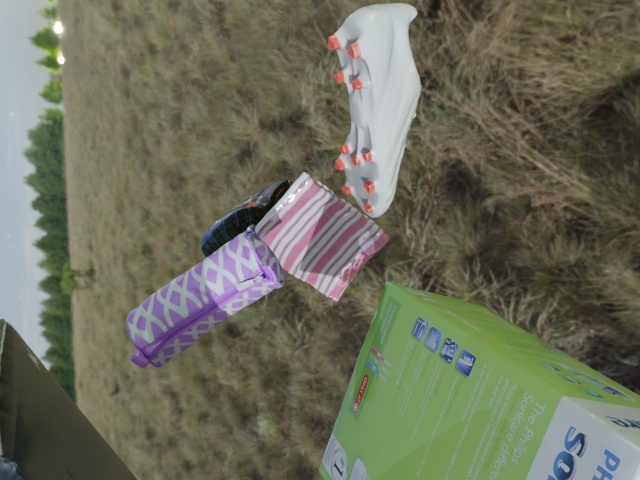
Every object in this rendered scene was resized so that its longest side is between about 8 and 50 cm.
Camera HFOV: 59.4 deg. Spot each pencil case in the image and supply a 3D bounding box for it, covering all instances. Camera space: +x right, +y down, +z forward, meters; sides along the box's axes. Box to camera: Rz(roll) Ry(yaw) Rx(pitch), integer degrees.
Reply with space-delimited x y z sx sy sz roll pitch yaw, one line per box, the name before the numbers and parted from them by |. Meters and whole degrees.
pencil case | -0.137 0.072 0.683 0.086 0.206 0.088 49 -169 -33

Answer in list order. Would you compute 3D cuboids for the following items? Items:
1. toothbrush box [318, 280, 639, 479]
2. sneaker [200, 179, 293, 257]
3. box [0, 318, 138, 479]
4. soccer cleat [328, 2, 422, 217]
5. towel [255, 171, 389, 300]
toothbrush box | 0.129 0.180 0.439 0.283 0.122 0.207 33 107 65
sneaker | -0.117 -0.024 0.902 0.087 0.221 0.083 -12 107 36
box | -0.304 0.409 0.411 0.297 0.471 0.480 15 137 59
soccer cleat | 0.055 -0.103 0.487 0.068 0.076 0.196 44 152 40
towel | 0.000 0.000 0.860 0.144 0.197 0.029 -51 34 9
